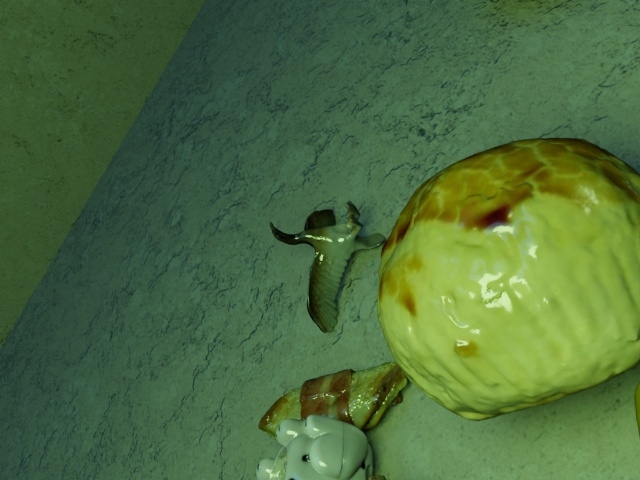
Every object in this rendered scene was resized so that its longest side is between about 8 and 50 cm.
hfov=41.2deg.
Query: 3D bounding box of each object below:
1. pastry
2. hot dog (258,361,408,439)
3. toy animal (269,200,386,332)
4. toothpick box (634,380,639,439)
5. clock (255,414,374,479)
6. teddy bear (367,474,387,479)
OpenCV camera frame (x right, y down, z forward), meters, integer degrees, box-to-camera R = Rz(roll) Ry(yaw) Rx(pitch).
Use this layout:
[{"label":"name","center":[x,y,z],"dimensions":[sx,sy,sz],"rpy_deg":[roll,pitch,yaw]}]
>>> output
[{"label":"pastry","center":[0.252,0.034,1.051],"dimensions":[0.389,0.389,0.312],"rpy_deg":[-32,80,30]},{"label":"hot dog","center":[0.028,0.275,1.373],"dimensions":[0.262,0.093,0.123],"rpy_deg":[-17,41,22]},{"label":"toy animal","center":[0.007,-0.010,1.544],"dimensions":[0.160,0.197,0.272],"rpy_deg":[-33,38,25]},{"label":"toothpick box","center":[0.420,0.265,0.856],"dimensions":[0.175,0.175,0.271],"rpy_deg":[-22,51,38]},{"label":"clock","center":[-0.013,0.398,1.200],"dimensions":[0.189,0.189,0.254],"rpy_deg":[-37,22,25]},{"label":"teddy bear","center":[0.095,0.447,1.033],"dimensions":[0.222,0.246,0.296],"rpy_deg":[-25,36,60]}]
